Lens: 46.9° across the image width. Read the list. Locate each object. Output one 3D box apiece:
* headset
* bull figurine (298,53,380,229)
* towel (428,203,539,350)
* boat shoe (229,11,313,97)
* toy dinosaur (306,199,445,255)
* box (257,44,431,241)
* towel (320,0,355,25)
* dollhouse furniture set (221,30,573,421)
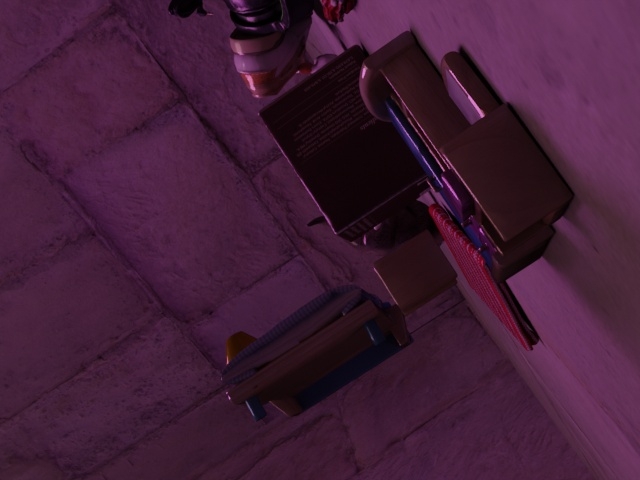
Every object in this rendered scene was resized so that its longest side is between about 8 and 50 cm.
[{"bbox_3d":[-0.142,-0.412,1.108,0.243,0.185,0.394,55,174,-18],"label":"headset"},{"bbox_3d":[0.054,-0.169,1.237,0.310,0.101,0.188,53,151,28],"label":"bull figurine"},{"bbox_3d":[0.273,0.052,1.264,0.199,0.031,0.275,57,-177,-22],"label":"towel"},{"bbox_3d":[-0.080,-0.332,1.265,0.302,0.113,0.103,-62,-31,-57],"label":"boat shoe"},{"bbox_3d":[0.136,-0.034,1.448,0.121,0.313,0.160,169,89,-68],"label":"toy dinosaur"},{"bbox_3d":[0.046,-0.129,1.043,0.203,0.167,0.168,57,-175,8],"label":"box"},{"bbox_3d":[-0.044,-0.325,0.675,0.237,0.037,0.329,57,-175,-5],"label":"towel"},{"bbox_3d":[0.000,0.000,0.592,0.198,0.303,0.286,57,-175,15],"label":"dollhouse furniture set"}]
